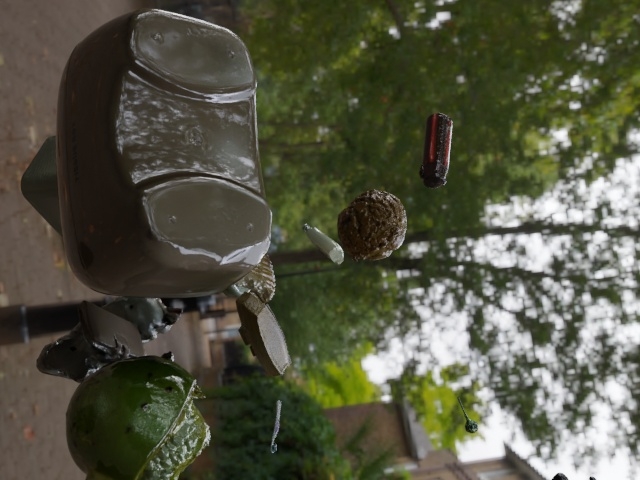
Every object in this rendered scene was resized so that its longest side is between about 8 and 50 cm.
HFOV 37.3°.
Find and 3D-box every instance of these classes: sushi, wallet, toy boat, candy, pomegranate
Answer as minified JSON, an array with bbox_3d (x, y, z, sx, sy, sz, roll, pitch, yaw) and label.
[{"bbox_3d":[-0.455,0.205,2.026,0.124,0.332,0.130,57,-6,-2],"label":"sushi"},{"bbox_3d":[-0.412,0.188,1.882,0.152,0.039,0.118,39,16,-44],"label":"wallet"},{"bbox_3d":[-0.113,0.180,1.775,0.064,0.072,0.206,-49,138,-35],"label":"toy boat"},{"bbox_3d":[0.269,0.320,1.743,0.025,0.023,0.083,6,-54,50],"label":"candy"},{"bbox_3d":[-0.340,0.350,1.659,0.341,0.260,0.260,-54,158,-35],"label":"pomegranate"}]

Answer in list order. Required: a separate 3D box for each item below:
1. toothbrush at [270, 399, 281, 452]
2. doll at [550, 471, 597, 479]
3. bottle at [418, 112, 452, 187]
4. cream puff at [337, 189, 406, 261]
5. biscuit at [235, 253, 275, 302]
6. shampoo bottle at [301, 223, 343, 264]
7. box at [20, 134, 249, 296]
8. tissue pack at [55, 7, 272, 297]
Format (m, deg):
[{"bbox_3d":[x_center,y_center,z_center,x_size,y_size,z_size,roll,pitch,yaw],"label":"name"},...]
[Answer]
[{"bbox_3d":[-0.086,0.360,1.843,0.011,0.013,0.131,53,23,-30],"label":"toothbrush"},{"bbox_3d":[0.322,0.327,1.017,0.195,0.096,0.070,31,-8,31],"label":"doll"},{"bbox_3d":[0.233,-0.180,1.928,0.060,0.060,0.164,93,5,-56],"label":"bottle"},{"bbox_3d":[0.095,-0.030,1.788,0.126,0.144,0.103,60,18,16],"label":"cream puff"},{"bbox_3d":[-0.160,-0.004,1.612,0.228,0.031,0.176,40,26,-28],"label":"biscuit"},{"bbox_3d":[0.000,0.000,2.031,0.141,0.034,0.049,41,-6,47],"label":"shampoo bottle"},{"bbox_3d":[-0.328,-0.055,1.807,0.352,0.344,0.177,57,44,-42],"label":"box"},{"bbox_3d":[-0.236,-0.108,1.357,0.277,0.267,0.387,-24,-111,50],"label":"tissue pack"}]
